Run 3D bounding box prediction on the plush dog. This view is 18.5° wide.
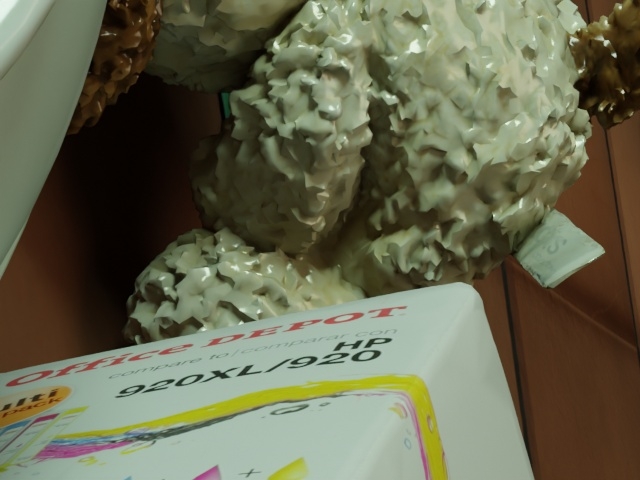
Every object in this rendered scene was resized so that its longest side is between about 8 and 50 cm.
[{"bbox_3d":[-0.007,-0.092,0.721,0.225,0.210,0.262,40,43,-21],"label":"plush dog"}]

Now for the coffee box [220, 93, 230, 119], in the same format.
[{"bbox_3d":[0.000,0.000,0.922,0.113,0.040,0.184,4,76,-70],"label":"coffee box"}]

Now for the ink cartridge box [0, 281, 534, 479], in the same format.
[{"bbox_3d":[-0.038,0.131,0.520,0.233,0.171,0.168,-44,121,-69],"label":"ink cartridge box"}]

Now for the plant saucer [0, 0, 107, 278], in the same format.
[{"bbox_3d":[-0.132,-0.112,0.329,0.400,0.100,0.400,1,89,-60],"label":"plant saucer"}]
